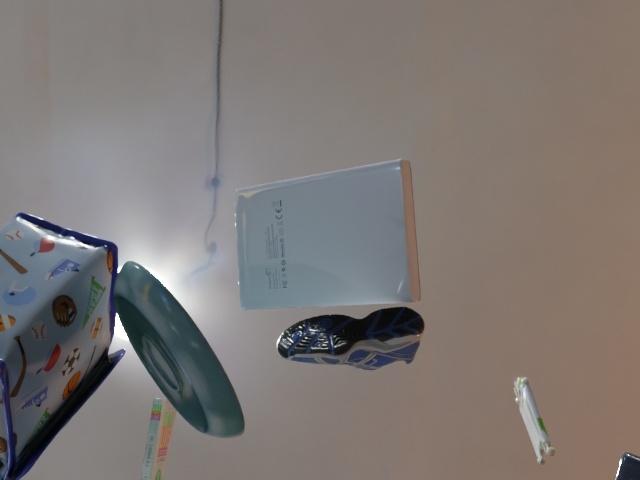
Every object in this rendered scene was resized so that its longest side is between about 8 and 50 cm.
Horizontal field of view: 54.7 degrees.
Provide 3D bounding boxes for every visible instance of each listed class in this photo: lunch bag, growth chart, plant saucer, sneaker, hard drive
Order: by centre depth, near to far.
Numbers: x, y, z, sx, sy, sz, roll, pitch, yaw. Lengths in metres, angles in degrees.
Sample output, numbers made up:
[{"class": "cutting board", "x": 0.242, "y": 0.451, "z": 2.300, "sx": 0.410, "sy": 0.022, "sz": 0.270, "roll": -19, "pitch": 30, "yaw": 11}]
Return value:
[{"class": "sneaker", "x": 0.044, "y": 0.154, "z": 0.883, "sx": 0.211, "sy": 0.080, "sz": 0.081, "roll": -4, "pitch": -54, "yaw": 0}, {"class": "plant saucer", "x": -0.229, "y": 0.178, "z": 0.944, "sx": 0.043, "sy": 0.317, "sz": 0.318, "roll": -33, "pitch": -88, "yaw": -28}, {"class": "hard drive", "x": 0.000, "y": 0.000, "z": 0.992, "sx": 0.318, "sy": 0.040, "sz": 0.210, "roll": -7, "pitch": -95, "yaw": 32}, {"class": "lunch bag", "x": -0.500, "y": 0.210, "z": 1.048, "sx": 0.238, "sy": 0.328, "sz": 0.386, "roll": 19, "pitch": -56, "yaw": 5}, {"class": "growth chart", "x": 0.424, "y": 0.361, "z": 1.245, "sx": 0.021, "sy": 0.237, "sz": 0.172, "roll": -16, "pitch": -119, "yaw": 8}]

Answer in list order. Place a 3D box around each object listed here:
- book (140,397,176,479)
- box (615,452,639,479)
[{"class": "book", "x": -0.299, "y": 0.364, "z": 1.132, "sx": 0.035, "sy": 0.096, "sz": 0.144, "roll": 6, "pitch": -106, "yaw": 1}, {"class": "box", "x": 0.589, "y": 0.595, "z": 0.762, "sx": 0.297, "sy": 0.480, "sz": 0.472, "roll": 27, "pitch": -100, "yaw": -29}]
